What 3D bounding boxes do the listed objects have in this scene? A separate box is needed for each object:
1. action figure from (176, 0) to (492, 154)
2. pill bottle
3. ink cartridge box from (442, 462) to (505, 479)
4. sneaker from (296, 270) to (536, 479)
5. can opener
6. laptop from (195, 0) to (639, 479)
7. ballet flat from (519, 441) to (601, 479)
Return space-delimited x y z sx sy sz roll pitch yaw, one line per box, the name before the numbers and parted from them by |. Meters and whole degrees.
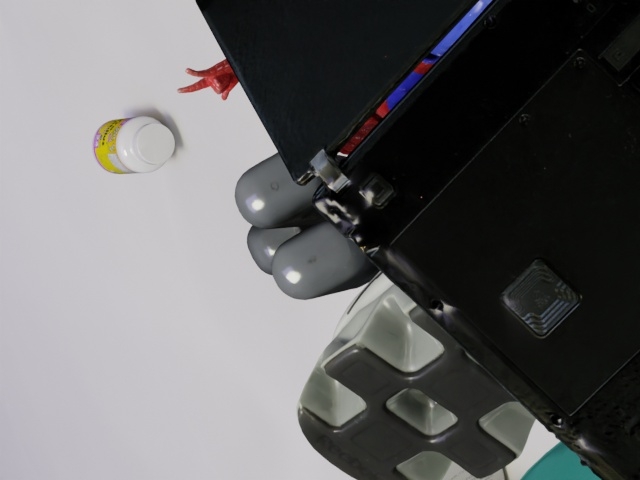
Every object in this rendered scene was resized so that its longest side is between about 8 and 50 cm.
action figure | 0.027 -0.102 0.700 0.091 0.139 0.280 58 157 13
pill bottle | -0.141 -0.073 1.142 0.083 0.043 0.043 2 117 61
ink cartridge box | 0.074 0.170 0.956 0.099 0.056 0.135 21 133 54
sneaker | 0.120 -0.016 0.627 0.122 0.146 0.330 42 135 -18
can opener | 0.000 0.000 0.791 0.074 0.093 0.280 61 -175 4
laptop | 0.108 -0.081 0.511 0.264 0.234 0.136 43 -166 0
ballet flat | 0.121 0.203 0.813 0.139 0.139 0.400 57 140 11
